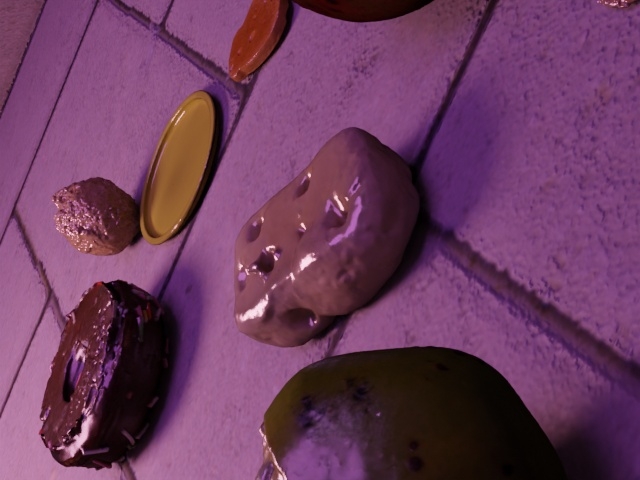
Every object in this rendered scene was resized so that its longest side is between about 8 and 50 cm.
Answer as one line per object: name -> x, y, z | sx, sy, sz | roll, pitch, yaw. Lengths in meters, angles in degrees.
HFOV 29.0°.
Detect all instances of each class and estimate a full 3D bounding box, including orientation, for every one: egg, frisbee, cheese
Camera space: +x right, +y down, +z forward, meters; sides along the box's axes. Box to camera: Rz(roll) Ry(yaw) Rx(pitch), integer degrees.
egg -> -0.337, -0.036, 1.869 | 0.140, 0.118, 0.116 | 29, 101, 31
frisbee -> -0.202, -0.104, 1.770 | 0.236, 0.017, 0.236 | -41, 39, 45
cheese -> -0.002, -0.001, 1.236 | 0.263, 0.093, 0.159 | -38, 42, 46

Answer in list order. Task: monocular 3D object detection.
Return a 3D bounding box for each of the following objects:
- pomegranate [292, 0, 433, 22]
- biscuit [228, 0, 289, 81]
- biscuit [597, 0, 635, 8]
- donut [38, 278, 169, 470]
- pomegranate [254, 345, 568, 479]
pomegranate -> 0.051, -0.377, 1.199 | 0.323, 0.290, 0.291 | -61, 27, 1
biscuit -> -0.080, -0.282, 1.650 | 0.140, 0.023, 0.118 | -32, 45, 53
biscuit -> 0.254, -0.242, 0.992 | 0.120, 0.015, 0.120 | -41, 39, 46
donut -> -0.289, 0.182, 1.653 | 0.270, 0.103, 0.270 | -45, 34, 42
pomegranate -> 0.059, 0.192, 0.893 | 0.302, 0.236, 0.236 | 62, -136, -80
